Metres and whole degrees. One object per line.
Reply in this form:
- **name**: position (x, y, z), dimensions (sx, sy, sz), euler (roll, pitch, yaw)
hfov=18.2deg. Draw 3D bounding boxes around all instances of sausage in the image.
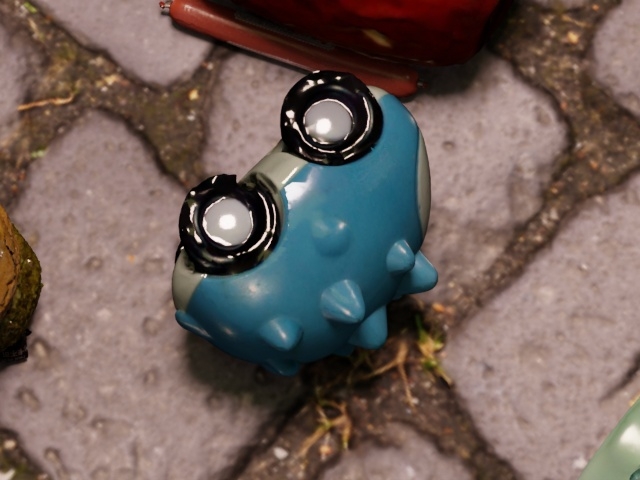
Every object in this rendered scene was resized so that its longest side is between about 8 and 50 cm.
- **sausage**: position (-0.026, -0.172, 1.758), dimensions (0.253, 0.034, 0.034), euler (19, 72, 8)

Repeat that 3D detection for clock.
- **clock**: position (0.248, 0.172, 1.524), dimensions (0.066, 0.211, 0.159), euler (37, 73, 14)

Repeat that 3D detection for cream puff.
- **cream puff**: position (-0.302, 0.041, 1.633), dimensions (0.183, 0.169, 0.183), euler (-7, 69, 20)

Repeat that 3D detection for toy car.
- **toy car**: position (0.000, 0.000, 1.615), dimensions (0.190, 0.188, 0.255), euler (41, 74, 7)

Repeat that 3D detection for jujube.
- **jujube**: position (0.020, -0.277, 1.709), dimensions (0.318, 0.223, 0.223), euler (30, 74, 9)
